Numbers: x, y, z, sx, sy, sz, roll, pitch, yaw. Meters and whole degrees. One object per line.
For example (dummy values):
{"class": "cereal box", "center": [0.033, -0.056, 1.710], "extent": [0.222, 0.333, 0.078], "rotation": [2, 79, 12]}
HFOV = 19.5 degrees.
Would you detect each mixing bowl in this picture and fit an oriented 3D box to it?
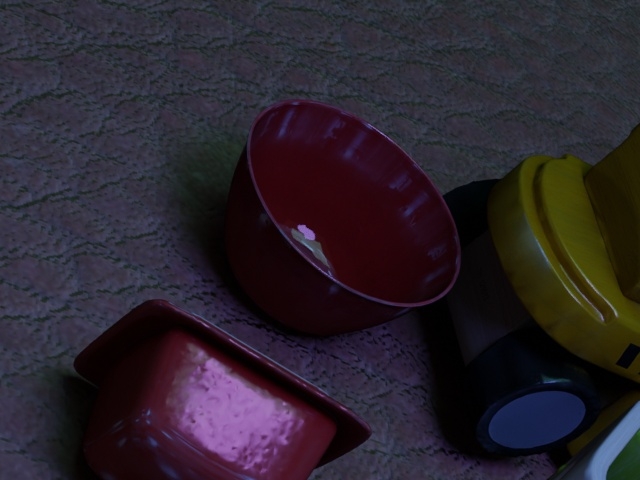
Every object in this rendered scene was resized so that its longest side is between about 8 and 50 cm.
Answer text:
{"class": "mixing bowl", "center": [0.000, 0.000, 1.323], "extent": [0.181, 0.098, 0.181], "rotation": [25, 40, -22]}

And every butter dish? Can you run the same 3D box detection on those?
{"class": "butter dish", "center": [-0.077, 0.128, 1.103], "extent": [0.160, 0.160, 0.118], "rotation": [31, 60, -14]}

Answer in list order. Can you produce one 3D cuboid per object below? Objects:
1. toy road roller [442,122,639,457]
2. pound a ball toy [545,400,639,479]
{"class": "toy road roller", "center": [0.253, 0.045, 1.376], "extent": [0.329, 0.240, 0.202], "rotation": [23, 40, -35]}
{"class": "pound a ball toy", "center": [0.159, 0.245, 1.033], "extent": [0.208, 0.319, 0.136], "rotation": [47, 36, 5]}
